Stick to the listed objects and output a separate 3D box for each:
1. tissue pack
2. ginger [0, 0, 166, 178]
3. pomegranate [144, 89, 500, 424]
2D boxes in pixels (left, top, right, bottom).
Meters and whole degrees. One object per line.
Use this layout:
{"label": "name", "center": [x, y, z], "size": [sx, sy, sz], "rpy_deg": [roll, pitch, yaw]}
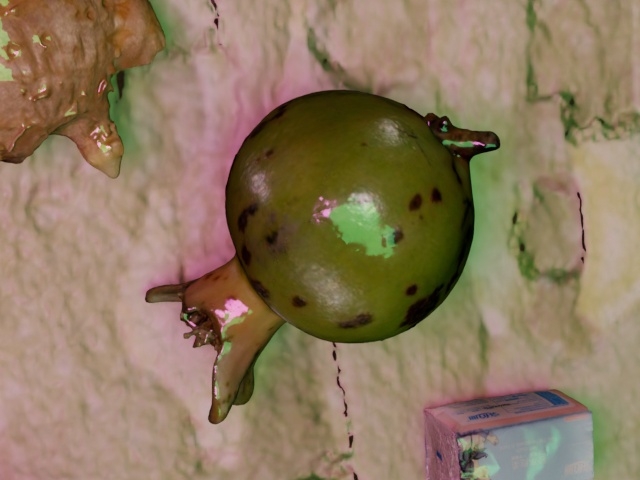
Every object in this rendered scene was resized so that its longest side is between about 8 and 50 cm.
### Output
{"label": "tissue pack", "center": [0.120, 0.130, 1.143], "size": [0.094, 0.074, 0.059], "rpy_deg": [-7, 99, -14]}
{"label": "ginger", "center": [-0.167, -0.125, 0.976], "size": [0.157, 0.102, 0.216], "rpy_deg": [-39, 108, -33]}
{"label": "pomegranate", "center": [0.002, 0.011, 1.040], "size": [0.156, 0.156, 0.220], "rpy_deg": [20, 115, -20]}
